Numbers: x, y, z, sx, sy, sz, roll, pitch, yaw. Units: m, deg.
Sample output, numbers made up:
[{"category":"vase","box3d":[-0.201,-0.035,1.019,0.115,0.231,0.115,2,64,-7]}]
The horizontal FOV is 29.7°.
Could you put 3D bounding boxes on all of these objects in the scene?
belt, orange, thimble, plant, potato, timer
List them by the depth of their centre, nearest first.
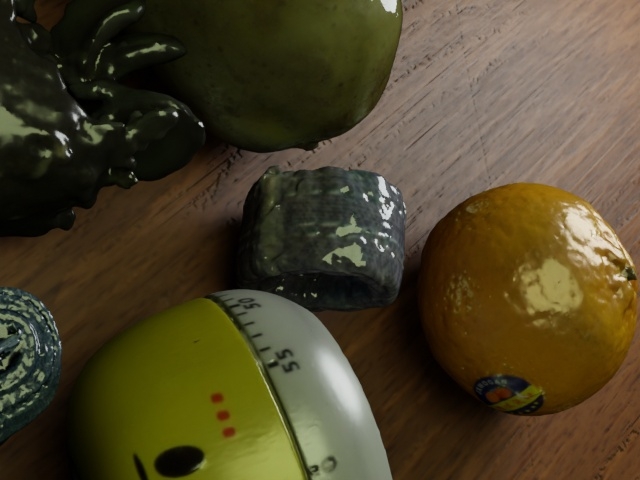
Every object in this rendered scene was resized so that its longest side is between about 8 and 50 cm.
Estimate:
[{"category":"belt","box3d":[-0.280,0.108,0.832,0.218,0.128,0.122,-25,85,-37]},{"category":"timer","box3d":[-0.108,0.183,0.861,0.285,0.285,0.285,10,72,-31]},{"category":"plant","box3d":[-0.241,-0.103,0.878,0.276,0.199,0.188,-9,77,-36]},{"category":"potato","box3d":[-0.063,-0.228,0.999,0.326,0.243,0.221,53,47,-9]},{"category":"thimble","box3d":[0.000,0.001,1.037,0.150,0.150,0.098,15,69,-29]},{"category":"orange","box3d":[0.194,0.054,1.131,0.219,0.193,0.219,22,48,-27]}]
